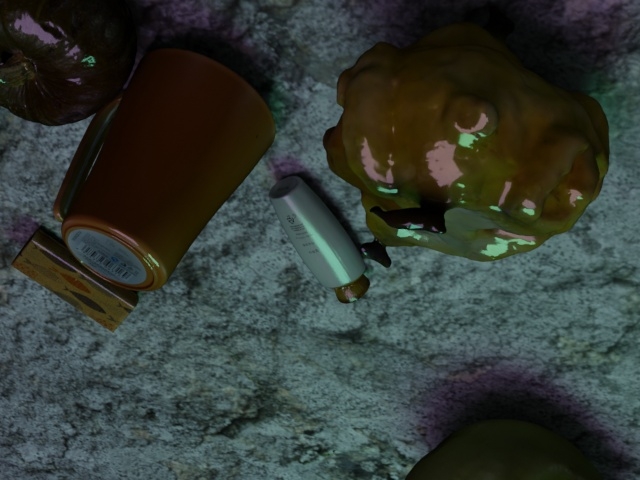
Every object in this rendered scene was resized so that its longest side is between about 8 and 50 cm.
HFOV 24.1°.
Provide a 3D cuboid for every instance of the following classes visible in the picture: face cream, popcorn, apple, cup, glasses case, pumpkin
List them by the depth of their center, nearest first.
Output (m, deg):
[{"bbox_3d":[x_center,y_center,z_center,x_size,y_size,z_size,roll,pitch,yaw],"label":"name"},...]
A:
[{"bbox_3d":[0.141,-0.108,1.550,0.297,0.281,0.316,25,172,-29],"label":"popcorn"},{"bbox_3d":[-0.317,-0.224,1.682,0.219,0.162,0.219,16,139,14],"label":"pumpkin"},{"bbox_3d":[-0.195,-0.083,1.711,0.226,0.264,0.182,7,145,33],"label":"cup"},{"bbox_3d":[0.000,0.000,1.849,0.072,0.051,0.182,-13,125,32],"label":"face cream"},{"bbox_3d":[0.240,0.361,1.979,0.295,0.233,0.258,24,153,-22],"label":"apple"},{"bbox_3d":[-0.334,0.052,2.056,0.170,0.041,0.064,35,125,-12],"label":"glasses case"}]
